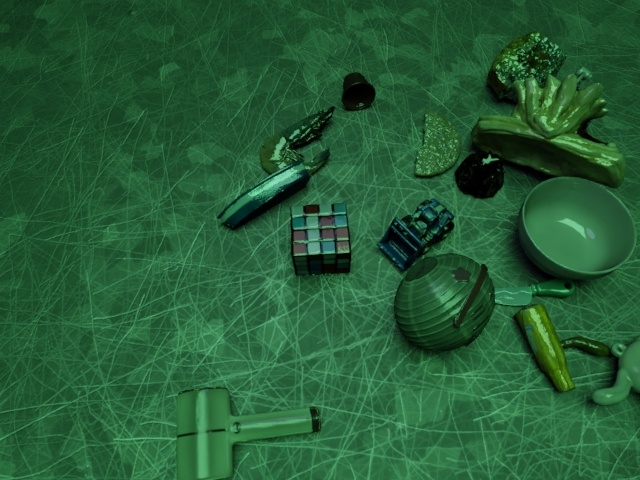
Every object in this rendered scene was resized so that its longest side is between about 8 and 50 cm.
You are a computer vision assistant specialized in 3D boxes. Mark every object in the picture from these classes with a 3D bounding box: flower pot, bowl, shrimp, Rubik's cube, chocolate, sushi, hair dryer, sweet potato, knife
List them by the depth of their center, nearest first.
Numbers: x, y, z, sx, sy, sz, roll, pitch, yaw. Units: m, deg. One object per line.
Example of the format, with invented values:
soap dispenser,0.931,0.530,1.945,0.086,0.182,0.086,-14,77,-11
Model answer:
hair dryer,-0.155,0.446,1.135,0.361,0.128,0.204,-4,65,-8
chocolate,0.572,0.270,1.201,0.085,0.086,0.220,-18,68,-6
sweet potato,0.677,0.269,1.218,0.153,0.038,0.042,7,70,7
bowl,0.662,-0.015,1.282,0.286,0.144,0.287,-1,63,1
knife,0.550,0.143,1.286,0.260,0.035,0.063,-8,68,4
Rubik's cube,0.000,0.000,1.296,0.154,0.154,0.151,-4,65,0
chocolate,0.480,-0.212,1.388,0.155,0.133,0.156,0,68,0
shrimp,-0.046,-0.292,1.476,0.289,0.075,0.178,-32,77,-13
sushi,0.666,-0.554,1.527,0.274,0.139,0.184,-42,73,-9
flower pot,0.115,-0.492,1.544,0.111,0.111,0.089,-9,55,-2

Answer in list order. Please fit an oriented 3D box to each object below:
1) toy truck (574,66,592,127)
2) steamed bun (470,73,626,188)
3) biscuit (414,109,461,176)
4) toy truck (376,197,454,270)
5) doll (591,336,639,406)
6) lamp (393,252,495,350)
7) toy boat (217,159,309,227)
toy truck,0.737,-0.392,1.434,0.161,0.177,0.213,37,72,15
steamed bun,0.627,-0.319,1.312,0.427,0.247,0.190,25,83,35
biscuit,0.371,-0.297,1.483,0.133,0.032,0.250,13,66,6
toy truck,0.268,-0.026,1.314,0.208,0.126,0.113,-39,71,-13
doll,0.800,0.334,1.110,0.310,0.160,0.243,-23,69,-13
lamp,0.311,0.154,1.185,0.233,0.233,0.265,32,57,15
toy boat,-0.164,-0.128,1.393,0.299,0.096,0.062,-33,81,-5
